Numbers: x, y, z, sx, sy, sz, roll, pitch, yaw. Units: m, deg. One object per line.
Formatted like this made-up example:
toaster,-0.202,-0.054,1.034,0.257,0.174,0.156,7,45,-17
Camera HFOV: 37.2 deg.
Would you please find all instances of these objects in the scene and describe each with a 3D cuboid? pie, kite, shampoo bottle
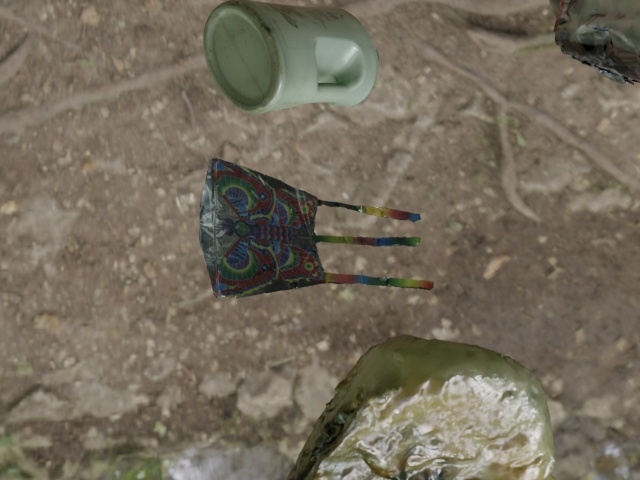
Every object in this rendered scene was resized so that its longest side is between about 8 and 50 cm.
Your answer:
pie,0.066,0.162,0.619,0.185,0.052,0.218,23,104,-22
kite,0.000,0.000,1.040,0.286,0.152,0.015,7,160,-27
shampoo bottle,-0.010,-0.194,1.003,0.087,0.118,0.234,-38,166,35

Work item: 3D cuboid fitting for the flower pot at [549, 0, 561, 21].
flower pot,0.390,-0.350,1.234,0.189,0.157,0.243,-3,121,-2

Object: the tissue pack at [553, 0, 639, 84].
tissue pack,0.401,-0.163,0.848,0.333,0.245,0.123,15,99,-20
